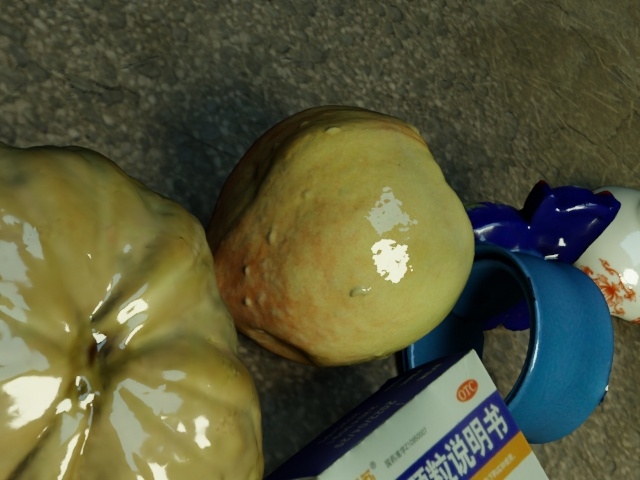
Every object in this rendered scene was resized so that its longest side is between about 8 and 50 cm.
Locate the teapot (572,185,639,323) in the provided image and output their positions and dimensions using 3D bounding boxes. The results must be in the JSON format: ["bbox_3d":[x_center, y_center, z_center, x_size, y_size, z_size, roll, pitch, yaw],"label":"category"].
[{"bbox_3d":[0.342,0.009,1.211,0.159,0.116,0.245,47,38,16],"label":"teapot"}]

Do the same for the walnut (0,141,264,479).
[{"bbox_3d":[-0.179,0.080,0.661,0.296,0.285,0.285,42,44,-20],"label":"walnut"}]

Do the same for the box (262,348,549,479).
[{"bbox_3d":[0.099,0.261,0.818,0.200,0.106,0.299,-30,89,-45],"label":"box"}]

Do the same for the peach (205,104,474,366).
[{"bbox_3d":[0.000,0.000,0.895,0.232,0.232,0.232,19,51,-25],"label":"peach"}]

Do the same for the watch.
[{"bbox_3d":[0.167,0.071,0.970,0.171,0.196,0.200,8,46,-26],"label":"watch"}]
